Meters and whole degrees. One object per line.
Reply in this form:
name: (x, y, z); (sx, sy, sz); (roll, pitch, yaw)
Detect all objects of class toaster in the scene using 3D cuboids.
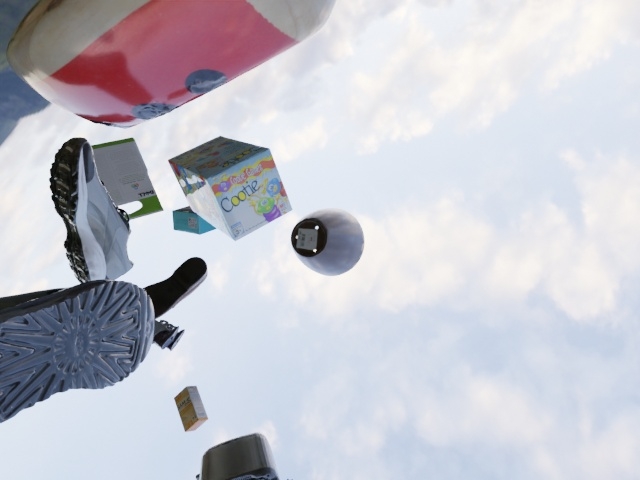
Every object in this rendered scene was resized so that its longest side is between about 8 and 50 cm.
toaster: (-0.189, 0.565, 1.295); (0.227, 0.129, 0.146); (-18, -152, -7)

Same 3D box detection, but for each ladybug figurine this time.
ladybug figurine: (-0.158, -0.253, 0.612); (0.450, 0.161, 0.305); (-16, -155, 28)

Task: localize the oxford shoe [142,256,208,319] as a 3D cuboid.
oxford shoe: (-0.332, 0.123, 1.165); (0.212, 0.076, 0.076); (-34, -107, -15)

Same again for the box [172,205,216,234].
box: (-0.313, -0.080, 1.573); (0.101, 0.244, 0.060); (10, -71, 27)

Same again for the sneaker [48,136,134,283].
sneaker: (-0.386, -0.047, 0.917); (0.100, 0.271, 0.108); (26, -144, 38)

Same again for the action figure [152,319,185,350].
action figure: (-0.536, 0.220, 1.518); (0.285, 0.185, 0.099); (26, -121, 5)

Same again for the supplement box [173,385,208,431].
supplement box: (-0.337, 0.435, 1.385); (0.062, 0.036, 0.098); (-44, -123, 23)

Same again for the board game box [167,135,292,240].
board game box: (-0.200, -0.122, 1.148); (0.144, 0.142, 0.275); (-30, -152, -20)

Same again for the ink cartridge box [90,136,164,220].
ink cartridge box: (-0.577, -0.147, 1.505); (0.255, 0.189, 0.097); (63, -28, 16)

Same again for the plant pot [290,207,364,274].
plant pot: (0.000, 0.000, 1.571); (0.216, 0.230, 0.215); (-1, -93, 17)

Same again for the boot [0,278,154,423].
boot: (-0.507, 0.106, 0.711); (0.445, 0.367, 0.146); (4, -91, 15)
